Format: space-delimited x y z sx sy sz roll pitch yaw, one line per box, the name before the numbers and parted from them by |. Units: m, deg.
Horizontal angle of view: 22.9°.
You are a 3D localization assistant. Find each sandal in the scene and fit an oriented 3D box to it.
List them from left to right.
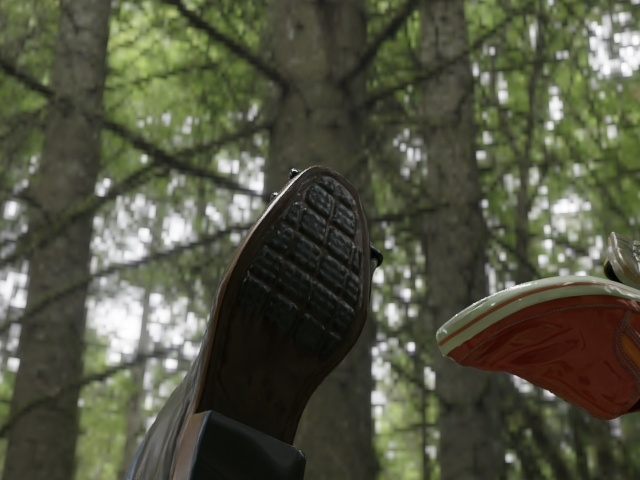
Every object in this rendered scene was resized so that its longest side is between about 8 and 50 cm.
sandal | 0.313 0.031 1.578 0.072 0.180 0.049 26 -74 7

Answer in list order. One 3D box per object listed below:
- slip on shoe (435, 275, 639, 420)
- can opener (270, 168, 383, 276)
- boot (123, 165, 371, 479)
slip on shoe | 0.248 0.105 1.416 0.331 0.101 0.123 12 -37 -34
can opener | 0.000 0.000 1.329 0.073 0.059 0.186 20 -14 27
boot | -0.046 0.064 0.785 0.082 0.219 0.106 35 -36 -22
